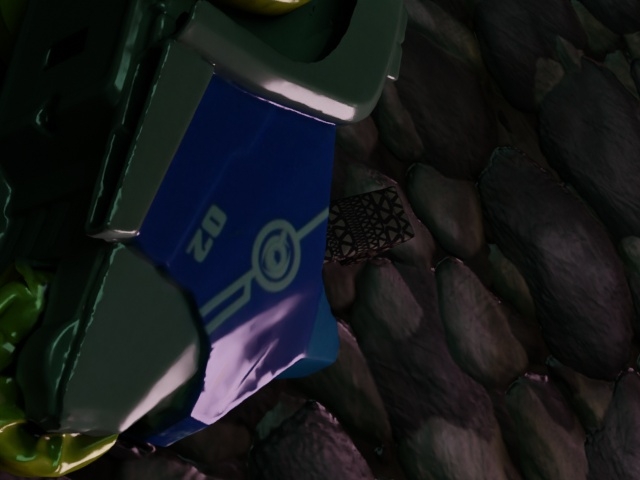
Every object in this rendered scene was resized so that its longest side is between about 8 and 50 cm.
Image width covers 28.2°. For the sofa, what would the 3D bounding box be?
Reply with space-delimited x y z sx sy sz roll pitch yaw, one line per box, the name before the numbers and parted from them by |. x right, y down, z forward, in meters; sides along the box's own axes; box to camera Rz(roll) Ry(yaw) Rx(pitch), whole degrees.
sofa | 0.000 0.000 0.776 0.118 0.060 0.039 -14 82 -53

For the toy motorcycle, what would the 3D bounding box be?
toy motorcycle | -0.069 -0.029 0.641 0.200 0.191 0.326 28 61 -39
